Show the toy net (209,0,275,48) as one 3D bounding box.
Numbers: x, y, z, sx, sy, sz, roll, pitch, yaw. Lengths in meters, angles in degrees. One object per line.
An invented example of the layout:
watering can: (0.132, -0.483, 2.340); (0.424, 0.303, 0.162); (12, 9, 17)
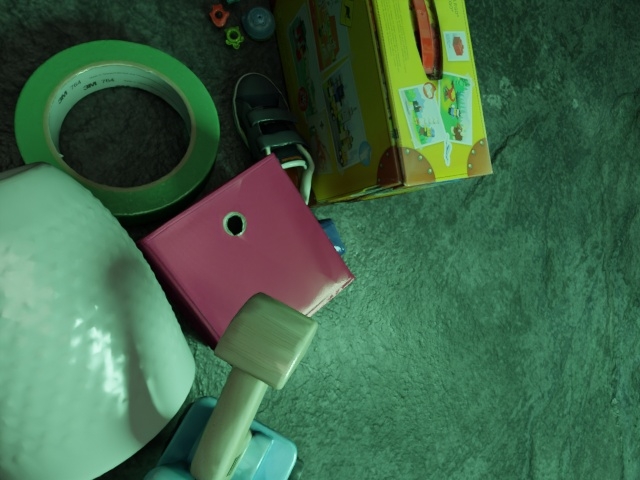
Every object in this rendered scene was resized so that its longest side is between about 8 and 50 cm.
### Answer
toy net: (-0.190, -0.515, 0.953); (0.122, 0.045, 0.232); (-29, 97, -5)

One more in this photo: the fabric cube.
fabric cube: (-0.148, 0.038, 0.827); (0.254, 0.259, 0.258); (-38, 103, -22)

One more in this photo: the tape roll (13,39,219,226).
tape roll: (-0.343, -0.188, 0.812); (0.322, 0.077, 0.320); (3, 78, -16)

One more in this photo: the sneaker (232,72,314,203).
sneaker: (-0.087, -0.196, 0.939); (0.126, 0.127, 0.320); (-17, 93, -23)

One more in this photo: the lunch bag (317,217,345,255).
lunch bag: (0.000, 0.000, 1.000); (0.065, 0.067, 0.098); (-28, 98, -23)

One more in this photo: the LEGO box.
LEGO box: (0.086, -0.333, 0.888); (0.193, 0.373, 0.499); (-11, 93, -25)

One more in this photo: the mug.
mug: (-0.358, 0.069, 0.616); (0.277, 0.374, 0.327); (-20, 113, -8)

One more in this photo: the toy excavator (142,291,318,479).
toy excavator: (-0.134, 0.311, 0.618); (0.223, 0.445, 0.432); (28, 72, 6)
